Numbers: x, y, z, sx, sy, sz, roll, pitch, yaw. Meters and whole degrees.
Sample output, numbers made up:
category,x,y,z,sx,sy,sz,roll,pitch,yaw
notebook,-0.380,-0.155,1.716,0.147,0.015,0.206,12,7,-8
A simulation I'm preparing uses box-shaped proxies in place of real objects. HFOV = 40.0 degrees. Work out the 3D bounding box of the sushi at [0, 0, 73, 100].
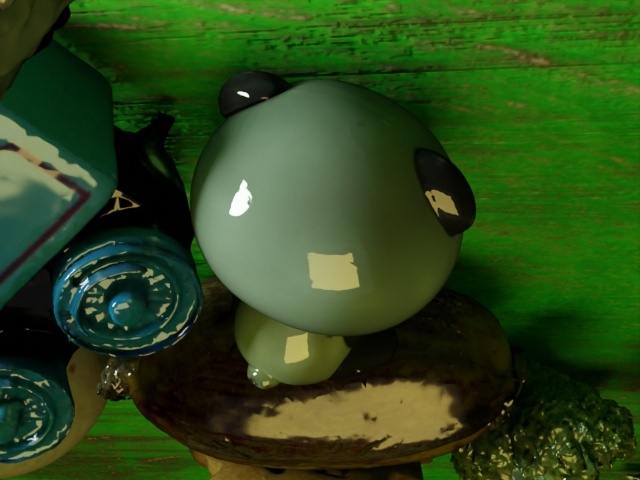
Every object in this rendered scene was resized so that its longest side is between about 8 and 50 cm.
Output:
category,x,y,z,sx,sy,sz,roll,pitch,yaw
sushi,-0.199,-0.207,0.297,0.294,0.281,0.299,20,157,-9

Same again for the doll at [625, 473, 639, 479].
category,x,y,z,sx,sy,sz,roll,pitch,yaw
doll,0.438,0.310,1.136,0.076,0.050,0.083,25,144,3

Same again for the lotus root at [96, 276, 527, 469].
category,x,y,z,sx,sy,sz,roll,pitch,yaw
lotus root,-0.011,0.128,0.824,0.397,0.179,0.196,2,142,7

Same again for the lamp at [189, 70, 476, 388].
category,x,y,z,sx,sy,sz,roll,pitch,yaw
lamp,0.000,0.000,0.641,0.197,0.198,0.244,8,136,-4

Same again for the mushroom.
category,x,y,z,sx,sy,sz,roll,pitch,yaw
mushroom,-0.319,0.128,0.881,0.204,0.204,0.204,3,143,2

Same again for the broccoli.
category,x,y,z,sx,sy,sz,roll,pitch,yaw
broccoli,0.258,0.228,0.886,0.186,0.302,0.254,-25,116,-21

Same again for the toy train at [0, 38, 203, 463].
category,x,y,z,sx,sy,sz,roll,pitch,yaw
toy train,-0.243,0.001,0.640,0.300,0.188,0.265,-41,126,17

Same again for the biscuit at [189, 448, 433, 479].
category,x,y,z,sx,sy,sz,roll,pitch,yaw
biscuit,0.008,0.215,0.936,0.278,0.301,0.043,14,111,39
